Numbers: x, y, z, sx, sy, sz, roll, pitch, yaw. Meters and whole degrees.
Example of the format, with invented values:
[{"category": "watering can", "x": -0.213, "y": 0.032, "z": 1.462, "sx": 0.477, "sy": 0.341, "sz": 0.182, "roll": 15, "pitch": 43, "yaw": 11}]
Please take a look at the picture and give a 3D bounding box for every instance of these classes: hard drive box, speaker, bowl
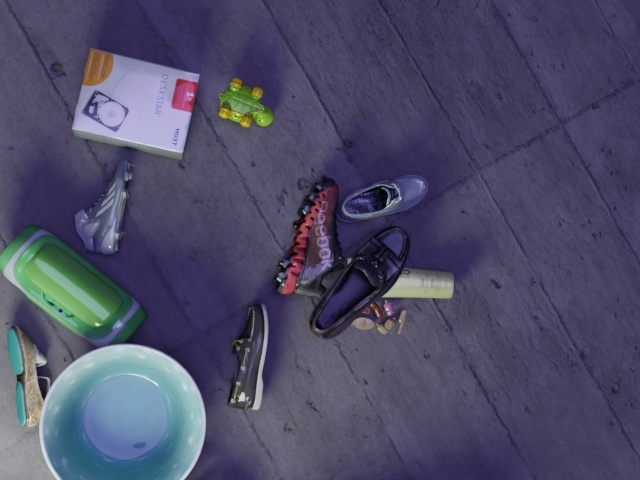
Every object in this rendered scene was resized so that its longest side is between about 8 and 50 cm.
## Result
[{"category": "hard drive box", "x": -0.389, "y": -0.288, "z": 1.729, "sx": 0.232, "sy": 0.089, "sz": 0.181, "roll": 11, "pitch": 83, "yaw": -11}, {"category": "speaker", "x": -0.501, "y": 0.101, "z": 1.650, "sx": 0.296, "sy": 0.131, "sz": 0.131, "roll": 40, "pitch": 78, "yaw": -6}, {"category": "bowl", "x": -0.390, "y": 0.359, "z": 1.629, "sx": 0.312, "sy": 0.163, "sz": 0.311, "roll": 1, "pitch": 85, "yaw": -12}]

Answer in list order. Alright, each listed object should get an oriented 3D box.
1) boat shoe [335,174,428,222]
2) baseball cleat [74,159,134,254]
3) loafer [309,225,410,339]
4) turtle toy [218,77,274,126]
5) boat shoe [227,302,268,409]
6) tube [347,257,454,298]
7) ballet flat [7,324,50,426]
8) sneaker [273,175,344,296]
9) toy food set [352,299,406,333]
[{"category": "boat shoe", "x": 0.144, "y": -0.093, "z": 1.823, "sx": 0.228, "sy": 0.081, "sz": 0.079, "roll": -19, "pitch": 89, "yaw": -12}, {"category": "baseball cleat", "x": -0.456, "y": -0.075, "z": 1.705, "sx": 0.110, "sy": 0.072, "sz": 0.205, "roll": 8, "pitch": 79, "yaw": -4}, {"category": "loafer", "x": 0.089, "y": 0.094, "z": 1.759, "sx": 0.109, "sy": 0.095, "sz": 0.302, "roll": 40, "pitch": 90, "yaw": 8}, {"category": "turtle toy", "x": -0.163, "y": -0.292, "z": 1.787, "sx": 0.130, "sy": 0.066, "sz": 0.095, "roll": 23, "pitch": 80, "yaw": -9}, {"category": "boat shoe", "x": -0.155, "y": 0.245, "z": 1.729, "sx": 0.069, "sy": 0.081, "sz": 0.227, "roll": 6, "pitch": 86, "yaw": -15}, {"category": "tube", "x": 0.177, "y": 0.094, "z": 1.827, "sx": 0.240, "sy": 0.062, "sz": 0.070, "roll": 5, "pitch": 43, "yaw": -4}, {"category": "ballet flat", "x": -0.589, "y": 0.272, "z": 1.655, "sx": 0.067, "sy": 0.073, "sz": 0.206, "roll": -6, "pitch": 88, "yaw": -39}, {"category": "sneaker", "x": 0.000, "y": 0.000, "z": 1.778, "sx": 0.135, "sy": 0.097, "sz": 0.276, "roll": 20, "pitch": 83, "yaw": -9}, {"category": "toy food set", "x": 0.127, "y": 0.167, "z": 1.823, "sx": 0.122, "sy": 0.019, "sz": 0.077, "roll": 15, "pitch": 95, "yaw": -3}]
